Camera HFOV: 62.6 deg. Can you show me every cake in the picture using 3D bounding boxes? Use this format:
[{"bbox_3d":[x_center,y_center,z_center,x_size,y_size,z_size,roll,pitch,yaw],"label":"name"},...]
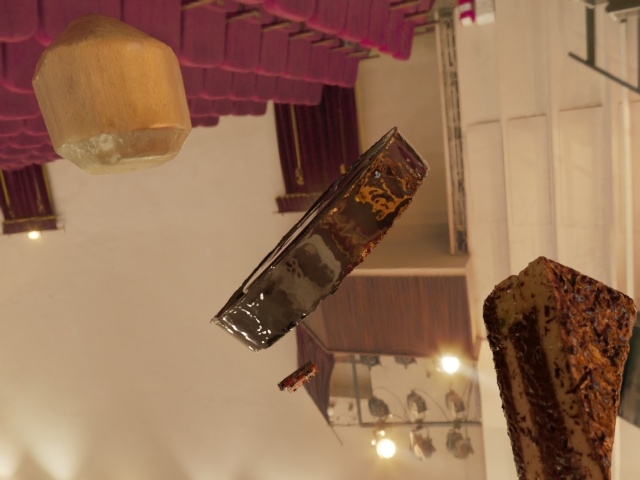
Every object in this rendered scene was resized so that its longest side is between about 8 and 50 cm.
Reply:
[{"bbox_3d":[0.227,0.132,0.549,0.246,0.135,0.112,-51,175,-40],"label":"cake"}]

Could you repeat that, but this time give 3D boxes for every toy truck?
[{"bbox_3d":[-0.044,0.268,1.025,0.083,0.024,0.032,-35,-135,-18],"label":"toy truck"}]

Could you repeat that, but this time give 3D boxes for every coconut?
[{"bbox_3d":[-0.352,-0.249,0.895,0.237,0.266,0.237,-11,-171,2],"label":"coconut"}]

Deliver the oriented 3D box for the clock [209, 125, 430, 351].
[{"bbox_3d":[-0.001,-0.001,0.620,0.312,0.061,0.312,-46,-175,5],"label":"clock"}]
